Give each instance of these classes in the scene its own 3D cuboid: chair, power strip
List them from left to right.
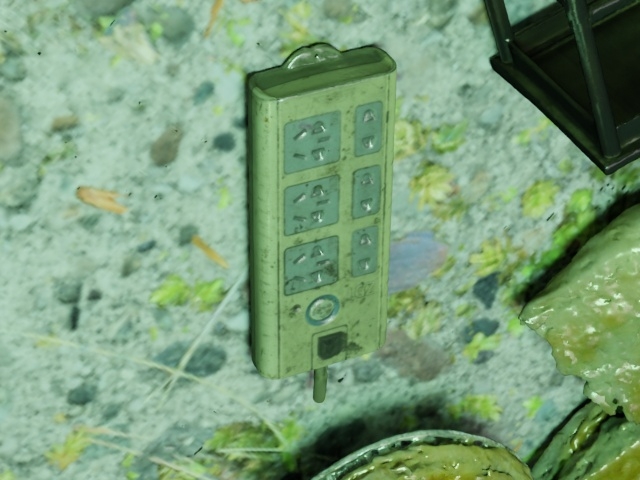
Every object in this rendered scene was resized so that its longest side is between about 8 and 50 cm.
[{"bbox_3d":[0.000,0.000,1.173,0.092,0.034,0.268,-15,129,-20],"label":"power strip"},{"bbox_3d":[0.192,-0.116,1.122,0.141,0.154,0.260,-28,130,-8],"label":"chair"}]

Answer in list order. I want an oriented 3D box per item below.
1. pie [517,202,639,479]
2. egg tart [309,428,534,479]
[{"bbox_3d":[0.284,0.083,1.372,0.338,0.075,0.337,-16,129,-20],"label":"pie"},{"bbox_3d":[0.047,0.220,1.326,0.234,0.094,0.234,-15,127,-21],"label":"egg tart"}]
